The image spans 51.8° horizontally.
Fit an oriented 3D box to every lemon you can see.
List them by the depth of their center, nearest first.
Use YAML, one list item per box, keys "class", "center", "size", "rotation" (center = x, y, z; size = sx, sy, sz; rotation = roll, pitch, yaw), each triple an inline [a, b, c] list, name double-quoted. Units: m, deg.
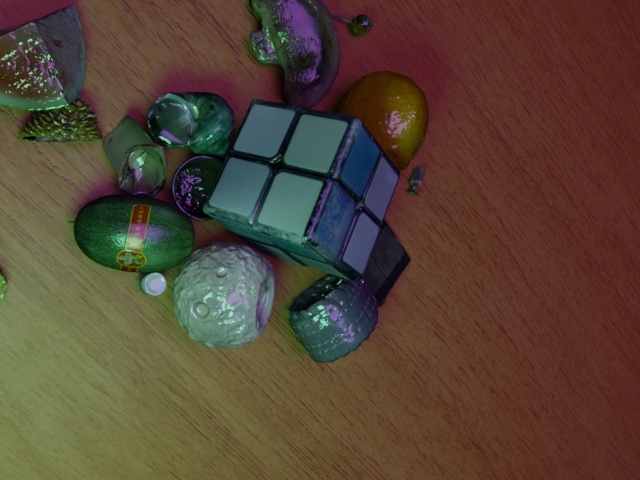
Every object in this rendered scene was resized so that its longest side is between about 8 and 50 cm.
- class: "lemon"
  center: [0.163, -0.309, 1.774]
  size: [0.254, 0.253, 0.310]
  rotation: [19, 82, -25]

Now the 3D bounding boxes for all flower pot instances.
- class: "flower pot"
  center: [-0.298, -0.127, 1.620]
  size: [0.158, 0.107, 0.157]
  rotation: [-1, 93, -25]

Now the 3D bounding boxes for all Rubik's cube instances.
- class: "Rubik's cube"
  center: [-0.036, -0.116, 1.578]
  size: [0.318, 0.314, 0.316]
  rotation: [41, 68, -57]

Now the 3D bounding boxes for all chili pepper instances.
- class: "chili pepper"
  center: [-0.413, -0.124, 1.604]
  size: [0.091, 0.030, 0.034]
  rotation: [-35, 84, -24]

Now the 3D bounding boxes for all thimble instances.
- class: "thimble"
  center: [0.037, 0.193, 1.730]
  size: [0.236, 0.205, 0.172]
  rotation: [-37, 105, -31]

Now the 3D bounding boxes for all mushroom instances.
- class: "mushroom"
  center: [-0.060, -0.522, 1.730]
  size: [0.248, 0.130, 0.344]
  rotation: [-15, 96, -30]

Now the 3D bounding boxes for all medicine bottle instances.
- class: "medicine bottle"
  center: [-0.405, 0.102, 1.573]
  size: [0.057, 0.089, 0.057]
  rotation: [0, 90, -27]

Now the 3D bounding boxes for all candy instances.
- class: "candy"
  center: [0.049, -0.623, 1.833]
  size: [0.203, 0.061, 0.061]
  rotation: [14, 83, -17]

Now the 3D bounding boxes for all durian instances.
- class: "durian"
  center: [-0.578, -0.277, 1.471]
  size: [0.187, 0.119, 0.108]
  rotation: [-3, 95, -25]

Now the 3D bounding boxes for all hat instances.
- class: "hat"
  center: [-0.429, -0.209, 1.562]
  size: [0.147, 0.085, 0.175]
  rotation: [-36, 73, 13]

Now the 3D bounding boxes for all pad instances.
- class: "pad"
  center: [0.168, 0.056, 1.859]
  size: [0.174, 0.022, 0.233]
  rotation: [55, 45, -17]

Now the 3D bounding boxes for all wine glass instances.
- class: "wine glass"
  center: [0.287, -0.176, 1.953]
  size: [0.042, 0.039, 0.083]
  rotation: [17, 76, 16]

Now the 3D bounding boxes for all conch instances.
- class: "conch"
  center: [-0.301, -0.275, 1.596]
  size: [0.202, 0.134, 0.196]
  rotation: [40, 76, -7]

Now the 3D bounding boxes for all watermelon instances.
- class: "watermelon"
  center: [-0.638, -0.393, 1.413]
  size: [0.260, 0.176, 0.255]
  rotation: [-21, 67, -3]

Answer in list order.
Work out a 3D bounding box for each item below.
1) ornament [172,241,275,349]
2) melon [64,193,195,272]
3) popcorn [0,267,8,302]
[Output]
- class: "ornament"
  center: [-0.234, 0.128, 1.575]
  size: [0.225, 0.259, 0.259]
  rotation: [8, 85, 11]
- class: "melon"
  center: [-0.433, -0.017, 1.506]
  size: [0.288, 0.182, 0.182]
  rotation: [7, 86, -13]
- class: "popcorn"
  center: [-0.731, 0.101, 1.415]
  size: [0.109, 0.089, 0.097]
  rotation: [-40, 142, -12]
